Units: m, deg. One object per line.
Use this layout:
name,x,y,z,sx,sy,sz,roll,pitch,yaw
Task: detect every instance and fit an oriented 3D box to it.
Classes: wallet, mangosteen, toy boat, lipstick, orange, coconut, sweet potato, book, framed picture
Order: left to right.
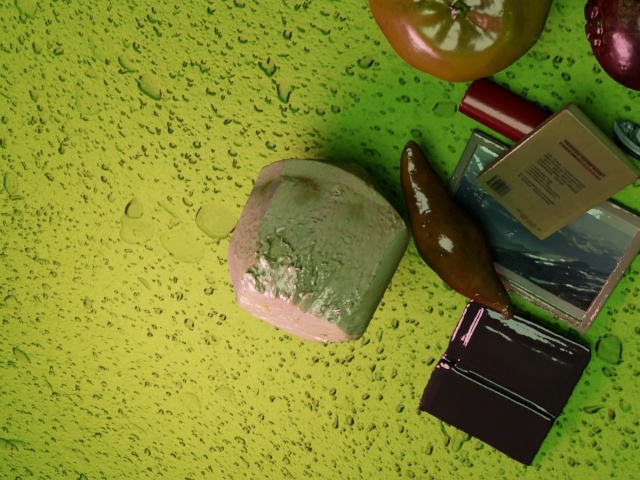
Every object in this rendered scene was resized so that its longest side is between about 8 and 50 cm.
coconut,0.000,0.000,1.719,0.298,0.309,0.297,20,162,7
sweet potato,0.221,-0.001,1.687,0.112,0.112,0.359,-32,99,35
orange,0.208,-0.372,1.457,0.279,0.235,0.279,11,124,16
wallet,0.334,0.262,1.822,0.247,0.041,0.322,27,127,14
framed picture,0.363,-0.014,1.683,0.335,0.022,0.247,30,124,12
lipstick,0.359,-0.173,1.578,0.280,0.073,0.073,31,124,10
book,0.372,-0.105,1.557,0.161,0.026,0.231,42,142,-6
toy boat,0.518,-0.151,1.511,0.140,0.059,0.066,30,137,13
mangosteen,0.501,-0.321,1.367,0.258,0.215,0.215,-9,113,-3
